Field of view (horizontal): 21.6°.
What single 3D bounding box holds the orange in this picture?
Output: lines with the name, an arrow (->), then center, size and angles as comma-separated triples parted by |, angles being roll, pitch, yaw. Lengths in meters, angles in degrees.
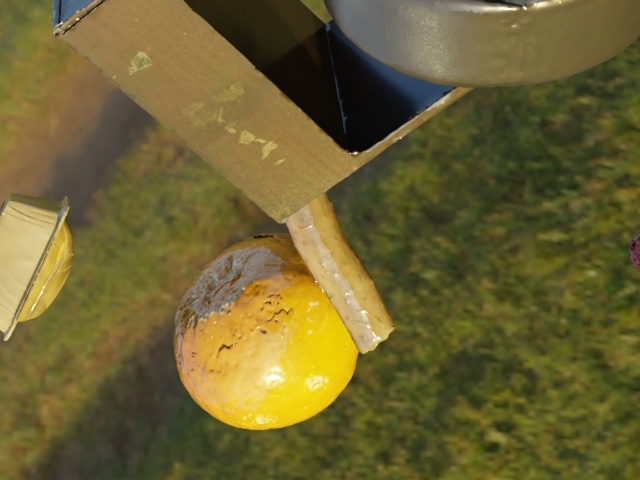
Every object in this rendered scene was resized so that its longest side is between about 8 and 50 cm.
orange -> -0.057, 0.101, 1.825 | 0.219, 0.193, 0.219 | -47, 13, 14

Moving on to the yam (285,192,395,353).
yam -> 0.000, 0.000, 1.639 | 0.056, 0.057, 0.241 | -13, 110, 56

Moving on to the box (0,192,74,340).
box -> -0.342, 0.025, 1.941 | 0.111, 0.111, 0.177 | 36, 101, 55

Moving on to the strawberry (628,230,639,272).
strawberry -> 0.410, 0.024, 1.987 | 0.096, 0.083, 0.083 | 48, 130, 11

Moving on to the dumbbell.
dumbbell -> 0.090, -0.254, 0.855 | 0.322, 0.203, 0.204 | 84, 168, -50

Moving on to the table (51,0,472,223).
table -> -0.010, -0.211, 1.217 | 0.282, 0.250, 0.196 | -35, 36, 22
